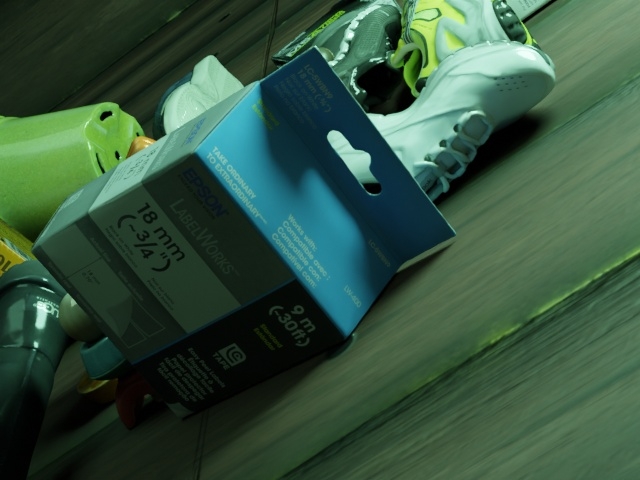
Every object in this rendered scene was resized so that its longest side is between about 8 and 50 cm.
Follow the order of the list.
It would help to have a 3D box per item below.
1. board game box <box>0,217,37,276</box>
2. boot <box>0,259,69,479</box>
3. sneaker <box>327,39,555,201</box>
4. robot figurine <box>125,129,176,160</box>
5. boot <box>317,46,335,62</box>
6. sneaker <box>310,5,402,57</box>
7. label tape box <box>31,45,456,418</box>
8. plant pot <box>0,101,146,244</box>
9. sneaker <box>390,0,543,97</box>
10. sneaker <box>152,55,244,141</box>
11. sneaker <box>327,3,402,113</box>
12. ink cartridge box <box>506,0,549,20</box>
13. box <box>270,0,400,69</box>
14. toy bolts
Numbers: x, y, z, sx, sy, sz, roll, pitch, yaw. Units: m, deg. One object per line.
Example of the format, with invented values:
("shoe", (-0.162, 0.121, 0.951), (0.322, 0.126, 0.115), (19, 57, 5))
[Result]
("board game box", (-0.624, 0.073, 1.901), (0.356, 0.356, 0.356), (-51, 20, -3))
("boot", (-0.424, 0.276, 1.507), (0.367, 0.146, 0.445), (-49, 23, 34))
("sneaker", (0.124, -0.101, 1.429), (0.297, 0.111, 0.129), (-32, 39, 24))
("robot figurine", (-0.130, -0.051, 1.606), (0.158, 0.219, 0.128), (132, 154, -56))
("boot", (-0.047, -0.170, 1.702), (0.219, 0.082, 0.106), (-61, -18, -14))
("sneaker", (0.009, -0.187, 1.834), (0.341, 0.125, 0.139), (-38, 46, -8))
("label tape box", (-0.077, 0.002, 1.302), (0.333, 0.240, 0.106), (-28, 21, 29))
("plant pot", (-0.428, -0.110, 2.248), (0.254, 0.276, 0.276), (-15, 28, 26))
("sneaker", (0.144, -0.261, 1.658), (0.147, 0.145, 0.385), (-37, 17, 6))
("sneaker", (-0.218, -0.183, 2.202), (0.148, 0.131, 0.350), (-40, 12, 19))
("sneaker", (0.067, -0.223, 1.715), (0.106, 0.078, 0.234), (11, 43, 28))
("ink cartridge box", (0.301, -0.396, 1.740), (0.237, 0.100, 0.172), (-35, 18, 12))
("box", (0.022, -0.340, 2.219), (0.190, 0.045, 0.184), (-40, 21, -6))
("toy bolts", (-0.234, 0.095, 1.509), (0.218, 0.158, 0.228), (-33, 19, 16))
